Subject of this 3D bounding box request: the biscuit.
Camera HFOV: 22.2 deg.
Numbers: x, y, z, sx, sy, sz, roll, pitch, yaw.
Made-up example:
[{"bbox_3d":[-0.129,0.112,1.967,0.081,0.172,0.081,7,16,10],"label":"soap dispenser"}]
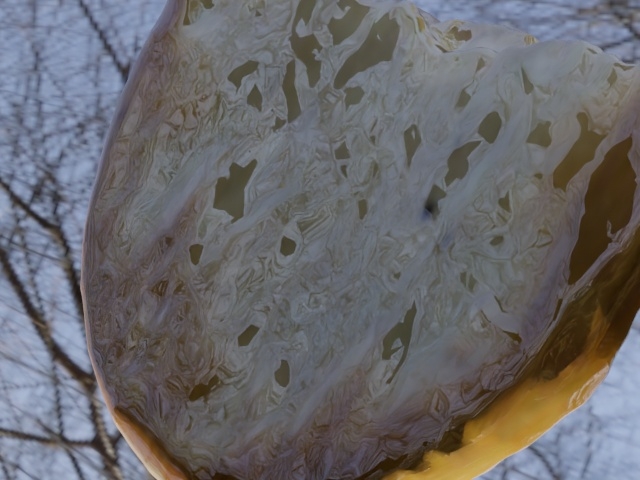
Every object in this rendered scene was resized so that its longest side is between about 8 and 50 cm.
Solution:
[{"bbox_3d":[0.000,0.000,0.578,0.040,0.309,0.204,29,-91,-37],"label":"biscuit"}]
